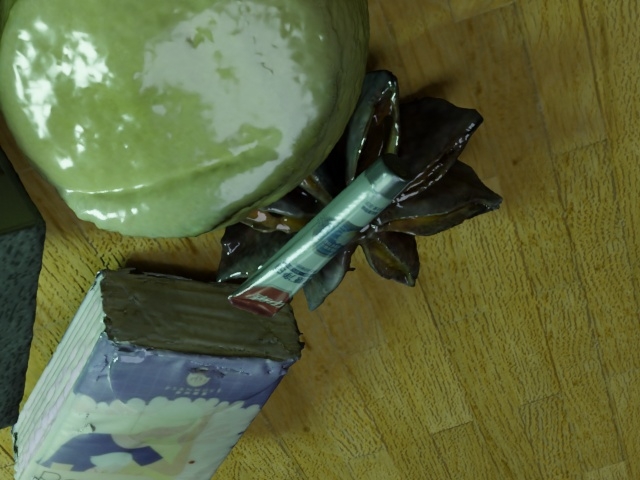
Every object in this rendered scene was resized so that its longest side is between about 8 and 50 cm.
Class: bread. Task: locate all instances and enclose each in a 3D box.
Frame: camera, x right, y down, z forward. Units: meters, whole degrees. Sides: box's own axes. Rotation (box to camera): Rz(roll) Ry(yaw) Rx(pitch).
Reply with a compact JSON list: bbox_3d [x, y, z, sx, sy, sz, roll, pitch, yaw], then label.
[{"bbox_3d":[-0.112,-0.161,1.282,0.320,0.237,0.320,-2,118,-3],"label":"bread"}]

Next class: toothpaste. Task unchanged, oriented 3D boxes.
[{"bbox_3d":[0.000,0.000,1.493,0.062,0.039,0.239,22,129,-35],"label":"toothpaste"}]

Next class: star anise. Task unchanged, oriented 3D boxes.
[{"bbox_3d":[0.022,-0.053,1.553,0.332,0.117,0.331,-8,133,-9],"label":"star anise"}]

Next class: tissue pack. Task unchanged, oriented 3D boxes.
[{"bbox_3d":[-0.199,0.182,1.767,0.242,0.125,0.343,7,140,-27],"label":"tissue pack"}]

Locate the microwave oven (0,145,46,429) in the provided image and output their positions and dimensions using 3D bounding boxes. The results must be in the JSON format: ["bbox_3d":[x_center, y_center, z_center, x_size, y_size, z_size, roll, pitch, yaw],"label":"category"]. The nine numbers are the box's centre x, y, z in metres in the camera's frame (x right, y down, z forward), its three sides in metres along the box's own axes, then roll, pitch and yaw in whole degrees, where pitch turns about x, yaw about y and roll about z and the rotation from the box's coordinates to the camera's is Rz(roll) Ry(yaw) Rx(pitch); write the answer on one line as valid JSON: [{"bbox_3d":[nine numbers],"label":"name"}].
[{"bbox_3d":[-0.492,0.051,1.316,0.432,0.236,0.374,-19,147,-29],"label":"microwave oven"}]
